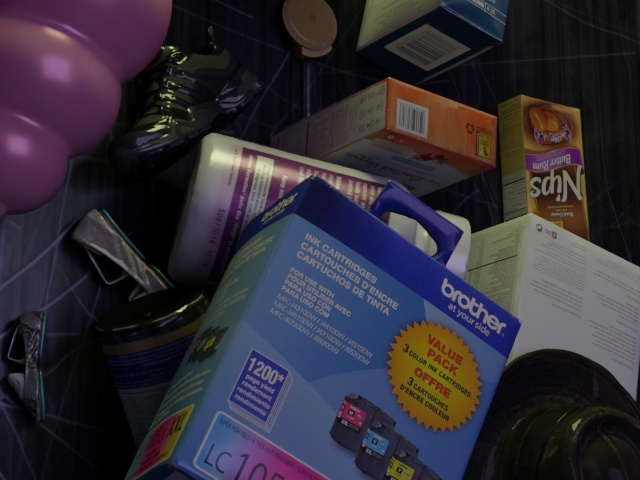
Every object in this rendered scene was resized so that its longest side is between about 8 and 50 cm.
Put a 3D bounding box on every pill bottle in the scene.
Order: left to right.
[{"bbox_3d":[-0.143,0.168,1.669,0.123,0.123,0.219,-27,106,-38],"label":"pill bottle"},{"bbox_3d":[0.000,0.000,1.748,0.301,0.169,0.169,15,66,-7],"label":"pill bottle"}]

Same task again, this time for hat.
[{"bbox_3d":[0.291,0.274,1.719,0.331,0.134,0.331,7,78,-34],"label":"hat"}]

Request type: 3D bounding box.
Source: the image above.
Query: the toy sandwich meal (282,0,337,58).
[{"bbox_3d":[-0.015,-0.259,1.963,0.085,0.029,0.086,13,66,-30],"label":"toy sandwich meal"}]

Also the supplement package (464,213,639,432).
[{"bbox_3d":[0.237,0.142,1.920,0.199,0.198,0.263,24,63,-29],"label":"supplement package"}]

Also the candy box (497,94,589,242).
[{"bbox_3d":[0.290,-0.087,2.122,0.109,0.053,0.187,9,73,-35],"label":"candy box"}]

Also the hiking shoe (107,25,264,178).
[{"bbox_3d":[-0.169,-0.152,1.795,0.114,0.086,0.227,50,47,3],"label":"hiking shoe"}]

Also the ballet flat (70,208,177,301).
[{"bbox_3d":[-0.198,0.038,1.733,0.052,0.057,0.168,-44,102,-6],"label":"ballet flat"}]

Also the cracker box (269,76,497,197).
[{"bbox_3d":[0.066,-0.100,1.844,0.155,0.232,0.067,16,69,-32],"label":"cracker box"}]

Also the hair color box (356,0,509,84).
[{"bbox_3d":[0.162,-0.385,2.038,0.105,0.174,0.347,26,63,-29],"label":"hair color box"}]

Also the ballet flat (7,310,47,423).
[{"bbox_3d":[-0.295,0.127,1.639,0.041,0.041,0.114,9,71,-34],"label":"ballet flat"}]

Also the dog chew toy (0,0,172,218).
[{"bbox_3d":[-0.281,-0.175,1.641,0.206,0.206,0.332,30,68,-26],"label":"dog chew toy"}]

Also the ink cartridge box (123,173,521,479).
[{"bbox_3d":[0.015,0.130,1.551,0.270,0.151,0.395,34,55,-15],"label":"ink cartridge box"}]
